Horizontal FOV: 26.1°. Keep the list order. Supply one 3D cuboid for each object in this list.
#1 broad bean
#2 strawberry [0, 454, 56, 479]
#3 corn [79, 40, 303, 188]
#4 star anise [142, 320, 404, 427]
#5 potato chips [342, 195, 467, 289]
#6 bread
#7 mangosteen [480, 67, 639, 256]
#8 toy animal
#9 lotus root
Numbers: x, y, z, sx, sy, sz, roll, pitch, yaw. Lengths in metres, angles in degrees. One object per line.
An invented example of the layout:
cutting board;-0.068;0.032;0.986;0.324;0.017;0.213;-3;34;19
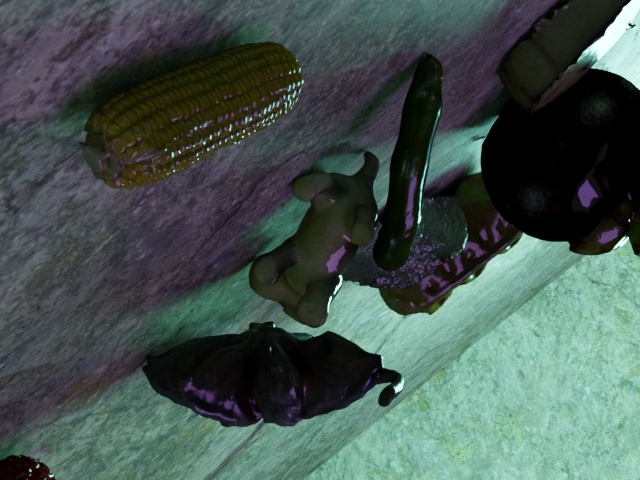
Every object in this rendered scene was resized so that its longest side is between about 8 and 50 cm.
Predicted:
broad bean;0.095;-0.066;1.594;0.144;0.049;0.292;-87;-174;-45
strawberry;-0.377;0.313;1.634;0.145;0.086;0.145;-37;167;-10
corn;-0.102;-0.104;1.125;0.238;0.080;0.080;-29;162;-45
star anise;-0.060;0.178;1.704;0.316;0.139;0.359;-9;-173;0
potato chips;0.118;0.002;2.011;0.228;0.059;0.167;-35;134;-7
bread;0.199;0.008;2.138;0.268;0.130;0.152;-40;128;-5
mangosteen;0.367;-0.096;1.946;0.233;0.287;0.287;-18;176;26
toy animal;-0.008;0.012;1.652;0.233;0.121;0.168;-61;174;29
lotus root;0.344;-0.274;1.783;0.261;0.074;0.170;-44;166;6
